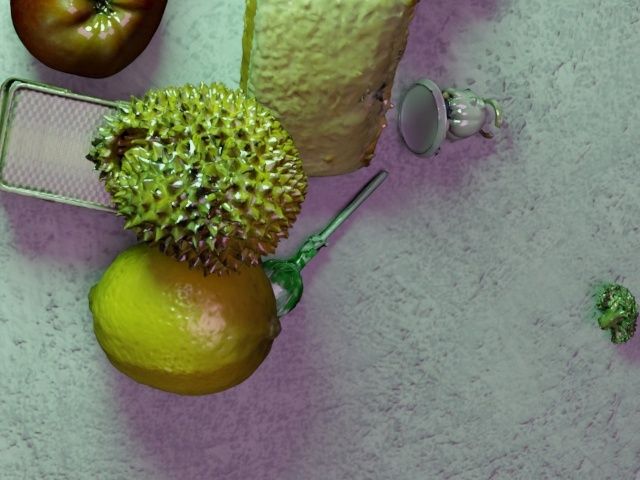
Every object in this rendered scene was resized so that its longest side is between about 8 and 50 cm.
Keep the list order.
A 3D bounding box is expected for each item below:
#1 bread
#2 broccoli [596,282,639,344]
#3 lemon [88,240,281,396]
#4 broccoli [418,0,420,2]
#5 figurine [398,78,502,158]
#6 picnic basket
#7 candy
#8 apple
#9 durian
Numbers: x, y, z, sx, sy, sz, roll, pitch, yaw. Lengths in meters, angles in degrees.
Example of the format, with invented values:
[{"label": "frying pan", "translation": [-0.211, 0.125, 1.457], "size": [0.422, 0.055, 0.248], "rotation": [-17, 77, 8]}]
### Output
[{"label": "bread", "translation": [0.002, -0.248, 1.423], "size": [0.236, 0.165, 0.375], "rotation": [1, 143, -11]}, {"label": "broccoli", "translation": [0.526, 0.134, 1.760], "size": [0.092, 0.097, 0.095], "rotation": [-25, 66, -21]}, {"label": "lemon", "translation": [-0.207, 0.109, 1.472], "size": [0.319, 0.245, 0.245], "rotation": [7, 100, 22]}, {"label": "broccoli", "translation": [0.093, -0.551, 1.396], "size": [0.353, 0.275, 0.397], "rotation": [-30, 149, -34]}, {"label": "figurine", "translation": [0.224, -0.199, 1.613], "size": [0.153, 0.132, 0.132], "rotation": [-5, 101, -28]}, {"label": "picnic basket", "translation": [-0.349, -0.137, 1.455], "size": [0.266, 0.139, 0.165], "rotation": [11, 97, -16]}, {"label": "candy", "translation": [-0.001, -0.002, 1.611], "size": [0.323, 0.097, 0.097], "rotation": [-47, 107, -11]}, {"label": "apple", "translation": [-0.326, -0.336, 1.384], "size": [0.234, 0.234, 0.234], "rotation": [-2, 100, -14]}, {"label": "durian", "translation": [-0.165, -0.091, 1.317], "size": [0.293, 0.258, 0.258], "rotation": [37, 89, 23]}]
